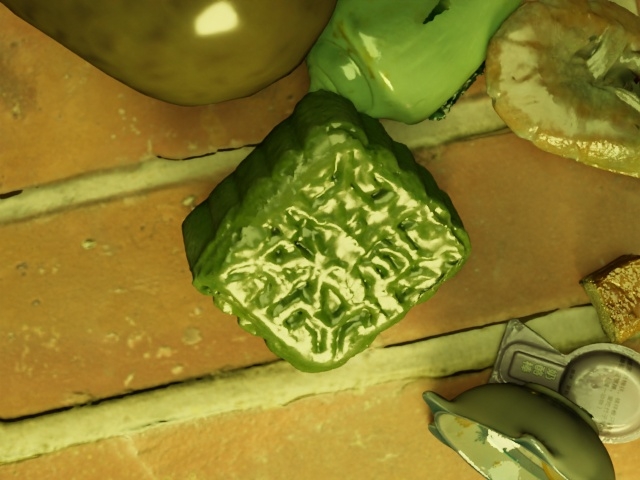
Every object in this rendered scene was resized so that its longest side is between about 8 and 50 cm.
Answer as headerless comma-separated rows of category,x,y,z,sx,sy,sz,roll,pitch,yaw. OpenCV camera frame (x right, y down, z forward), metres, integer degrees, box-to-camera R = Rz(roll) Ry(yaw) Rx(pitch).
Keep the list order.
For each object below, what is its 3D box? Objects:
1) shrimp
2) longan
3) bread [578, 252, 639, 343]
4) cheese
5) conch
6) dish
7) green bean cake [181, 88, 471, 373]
shrimp,0.318,-0.151,1.695,0.317,0.077,0.168,16,91,-11
longan,-0.157,-0.317,1.567,0.404,0.404,0.336,36,56,-2
bread,0.316,0.058,1.713,0.070,0.083,0.077,-27,89,-1
cheese,0.274,0.151,1.737,0.191,0.042,0.105,19,98,6
conch,0.100,-0.204,1.692,0.250,0.137,0.143,-17,66,-18
dish,0.219,0.196,1.667,0.236,0.228,0.086,29,72,23
green bean cake,0.000,0.000,1.662,0.248,0.125,0.222,-41,117,14
